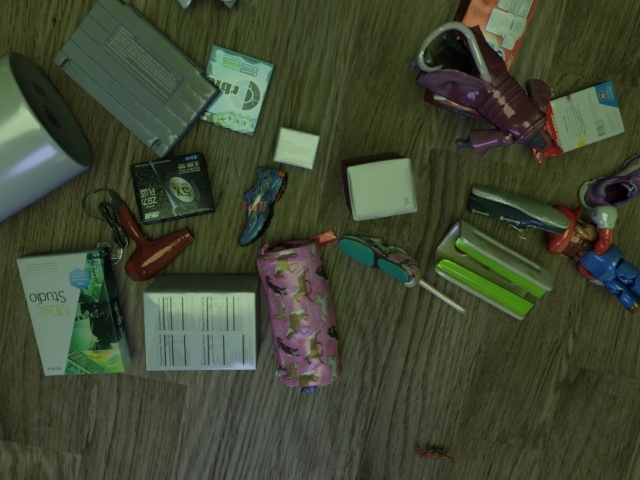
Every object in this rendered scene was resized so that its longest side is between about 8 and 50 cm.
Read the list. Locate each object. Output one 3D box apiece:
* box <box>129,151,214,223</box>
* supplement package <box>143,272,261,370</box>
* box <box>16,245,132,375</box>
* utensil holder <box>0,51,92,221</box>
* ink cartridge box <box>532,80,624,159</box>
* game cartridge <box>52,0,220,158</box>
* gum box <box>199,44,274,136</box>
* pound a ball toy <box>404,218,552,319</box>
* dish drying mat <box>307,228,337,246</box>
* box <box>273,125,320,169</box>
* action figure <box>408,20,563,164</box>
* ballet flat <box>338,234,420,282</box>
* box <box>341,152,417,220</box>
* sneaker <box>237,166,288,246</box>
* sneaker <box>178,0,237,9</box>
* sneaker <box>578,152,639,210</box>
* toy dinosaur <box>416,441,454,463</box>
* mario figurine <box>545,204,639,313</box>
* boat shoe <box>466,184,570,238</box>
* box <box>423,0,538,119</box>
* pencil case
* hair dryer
[{"bbox_3d":[-0.363,-0.127,1.651,0.180,0.077,0.148,-10,87,-6],"label":"box"},{"bbox_3d":[-0.285,0.197,1.670,0.262,0.199,0.198,0,100,-2],"label":"supplement package"},{"bbox_3d":[-0.620,0.183,1.698,0.232,0.058,0.322,-6,104,13],"label":"box"},{"bbox_3d":[-0.772,-0.199,1.529,0.385,0.327,0.328,-29,99,1],"label":"utensil holder"},{"bbox_3d":[0.619,-0.297,1.675,0.231,0.078,0.134,-18,99,1],"label":"ink cartridge box"},{"bbox_3d":[-0.439,-0.400,1.619,0.355,0.068,0.230,42,96,-2],"label":"game cartridge"},{"bbox_3d":[-0.214,-0.368,1.657,0.156,0.041,0.185,17,98,-3],"label":"gum box"},{"bbox_3d":[0.397,0.083,1.724,0.319,0.136,0.208,29,123,-6],"label":"pound a ball toy"},{"bbox_3d":[0.000,0.000,1.742,0.083,0.008,0.032,-24,100,2],"label":"dish drying mat"},{"bbox_3d":[-0.058,-0.230,1.654,0.101,0.102,0.087,12,101,-3],"label":"box"},{"bbox_3d":[0.389,-0.318,1.437,0.370,0.276,0.248,44,90,5],"label":"action figure"},{"bbox_3d":[0.154,0.035,1.706,0.221,0.079,0.077,26,138,26],"label":"ballet flat"},{"bbox_3d":[0.134,-0.135,1.609,0.148,0.232,0.127,-9,100,-1],"label":"box"},{"bbox_3d":[-0.160,-0.087,1.696,0.087,0.083,0.221,25,93,8],"label":"sneaker"},{"bbox_3d":[-0.195,-0.634,1.588,0.330,0.122,0.146,-14,118,0],"label":"sneaker"},{"bbox_3d":[0.781,-0.145,1.693,0.236,0.104,0.095,-29,98,2],"label":"sneaker"},{"bbox_3d":[0.303,0.576,1.821,0.082,0.090,0.047,7,83,-34],"label":"toy dinosaur"},{"bbox_3d":[0.716,0.019,1.686,0.320,0.170,0.198,44,116,14],"label":"mario figurine"},{"bbox_3d":[0.489,-0.063,1.675,0.254,0.095,0.079,21,117,17],"label":"boat shoe"},{"bbox_3d":[0.380,-0.454,1.609,0.154,0.142,0.300,19,99,-4],"label":"box"},{"bbox_3d":[-0.054,0.182,1.699,0.160,0.167,0.386,-3,101,32],"label":"pencil case"},{"bbox_3d":[-0.466,-0.008,1.691,0.293,0.080,0.224,6,99,-3],"label":"hair dryer"}]
